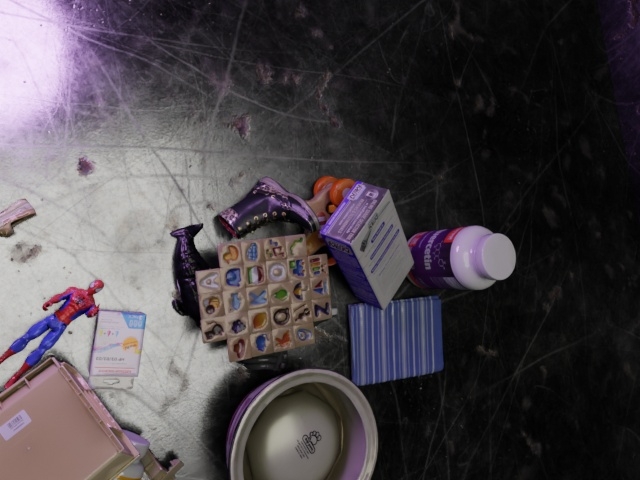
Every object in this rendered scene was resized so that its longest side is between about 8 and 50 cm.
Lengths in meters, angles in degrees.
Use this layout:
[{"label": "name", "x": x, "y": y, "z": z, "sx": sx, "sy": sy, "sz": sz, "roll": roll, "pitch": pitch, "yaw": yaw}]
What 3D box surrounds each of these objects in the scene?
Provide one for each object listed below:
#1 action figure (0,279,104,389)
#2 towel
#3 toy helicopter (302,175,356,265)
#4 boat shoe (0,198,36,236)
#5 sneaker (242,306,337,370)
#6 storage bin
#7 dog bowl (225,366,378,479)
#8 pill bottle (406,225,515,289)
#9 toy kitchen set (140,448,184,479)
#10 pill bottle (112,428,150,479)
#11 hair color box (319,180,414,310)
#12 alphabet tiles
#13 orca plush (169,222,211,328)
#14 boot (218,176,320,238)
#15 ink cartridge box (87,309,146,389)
[{"label": "action figure", "x": -0.569, "y": 0.185, "z": 1.050, "sx": 0.091, "sy": 0.139, "sz": 0.280, "roll": 46, "pitch": 65, "yaw": -11}, {"label": "towel", "x": 0.235, "y": 0.299, "z": 1.516, "sx": 0.335, "sy": 0.040, "sz": 0.243, "roll": -2, "pitch": 88, "yaw": -25}, {"label": "toy helicopter", "x": 0.000, "y": 0.000, "z": 1.384, "sx": 0.355, "sy": 0.140, "sz": 0.235, "roll": -42, "pitch": 114, "yaw": -13}, {"label": "boat shoe", "x": -0.673, "y": -0.033, "z": 1.060, "sx": 0.045, "sy": 0.050, "sz": 0.135, "roll": 47, "pitch": 67, "yaw": -10}, {"label": "sneaker", "x": -0.087, "y": 0.257, "z": 1.316, "sx": 0.295, "sy": 0.104, "sz": 0.147, "roll": -9, "pitch": 94, "yaw": -24}, {"label": "storage bin", "x": -0.558, "y": 0.419, "z": 0.989, "sx": 0.262, "sy": 0.123, "sz": 0.260, "roll": -39, "pitch": 73, "yaw": -22}, {"label": "dog bowl", "x": -0.060, "y": 0.524, "z": 1.276, "sx": 0.407, "sy": 0.150, "sz": 0.408, "roll": 3, "pitch": 84, "yaw": -27}, {"label": "pill bottle", "x": 0.397, "y": 0.053, "z": 1.451, "sx": 0.181, "sy": 0.323, "sz": 0.182, "roll": 3, "pitch": 84, "yaw": -27}, {"label": "toy kitchen set", "x": -0.376, "y": 0.527, "z": 1.179, "sx": 0.068, "sy": 0.075, "sz": 0.083, "roll": -42, "pitch": 144, "yaw": -21}, {"label": "pill bottle", "x": -0.461, "y": 0.531, "z": 1.086, "sx": 0.117, "sy": 0.117, "sz": 0.209, "roll": 30, "pitch": 74, "yaw": -22}, {"label": "hair color box", "x": 0.138, "y": 0.023, "z": 1.354, "sx": 0.185, "sy": 0.110, "sz": 0.339, "roll": -54, "pitch": 144, "yaw": -21}, {"label": "alphabet tiles", "x": -0.130, "y": 0.137, "z": 1.229, "sx": 0.342, "sy": 0.011, "sz": 0.285, "roll": -7, "pitch": 94, "yaw": -26}, {"label": "orca plush", "x": -0.281, "y": 0.100, "z": 1.222, "sx": 0.151, "sy": 0.102, "sz": 0.288, "roll": -3, "pitch": 87, "yaw": -28}, {"label": "boot", "x": -0.132, "y": -0.052, "z": 1.267, "sx": 0.178, "sy": 0.236, "sz": 0.085, "roll": -39, "pitch": 145, "yaw": -21}, {"label": "ink cartridge box", "x": -0.466, "y": 0.253, "z": 1.137, "sx": 0.104, "sy": 0.061, "sz": 0.182, "roll": 8, "pitch": 83, "yaw": -26}]
